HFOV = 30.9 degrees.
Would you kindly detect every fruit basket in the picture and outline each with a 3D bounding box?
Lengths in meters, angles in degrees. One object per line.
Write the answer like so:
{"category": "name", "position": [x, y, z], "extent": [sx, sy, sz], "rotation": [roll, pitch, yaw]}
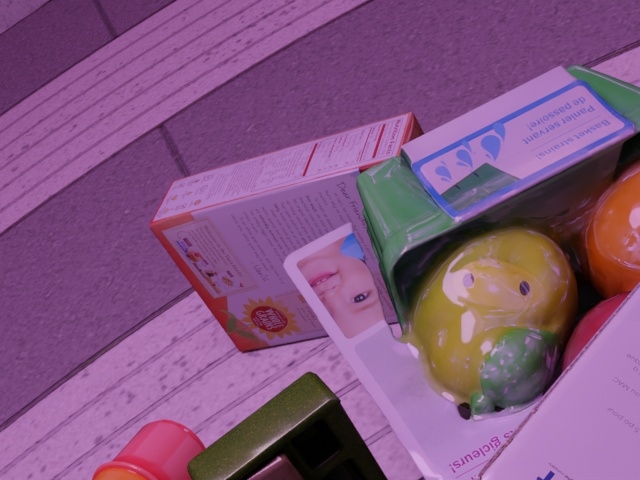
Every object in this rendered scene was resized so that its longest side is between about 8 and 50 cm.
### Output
{"category": "fruit basket", "position": [0.185, 0.039, 0.719], "extent": [0.327, 0.165, 0.353], "rotation": [-27, 41, -9]}

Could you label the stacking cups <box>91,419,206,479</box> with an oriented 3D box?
{"category": "stacking cups", "position": [-0.183, 0.237, 0.792], "extent": [0.096, 0.096, 0.316], "rotation": [-12, 24, 30]}

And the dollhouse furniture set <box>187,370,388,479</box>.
{"category": "dollhouse furniture set", "position": [-0.053, 0.254, 0.644], "extent": [0.301, 0.151, 0.197], "rotation": [-37, 32, -7]}

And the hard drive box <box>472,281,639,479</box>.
{"category": "hard drive box", "position": [0.197, 0.108, 0.539], "extent": [0.181, 0.089, 0.232], "rotation": [38, 57, 18]}

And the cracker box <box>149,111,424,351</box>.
{"category": "cracker box", "position": [0.000, 0.000, 0.947], "extent": [0.232, 0.155, 0.067], "rotation": [-13, 36, 28]}
